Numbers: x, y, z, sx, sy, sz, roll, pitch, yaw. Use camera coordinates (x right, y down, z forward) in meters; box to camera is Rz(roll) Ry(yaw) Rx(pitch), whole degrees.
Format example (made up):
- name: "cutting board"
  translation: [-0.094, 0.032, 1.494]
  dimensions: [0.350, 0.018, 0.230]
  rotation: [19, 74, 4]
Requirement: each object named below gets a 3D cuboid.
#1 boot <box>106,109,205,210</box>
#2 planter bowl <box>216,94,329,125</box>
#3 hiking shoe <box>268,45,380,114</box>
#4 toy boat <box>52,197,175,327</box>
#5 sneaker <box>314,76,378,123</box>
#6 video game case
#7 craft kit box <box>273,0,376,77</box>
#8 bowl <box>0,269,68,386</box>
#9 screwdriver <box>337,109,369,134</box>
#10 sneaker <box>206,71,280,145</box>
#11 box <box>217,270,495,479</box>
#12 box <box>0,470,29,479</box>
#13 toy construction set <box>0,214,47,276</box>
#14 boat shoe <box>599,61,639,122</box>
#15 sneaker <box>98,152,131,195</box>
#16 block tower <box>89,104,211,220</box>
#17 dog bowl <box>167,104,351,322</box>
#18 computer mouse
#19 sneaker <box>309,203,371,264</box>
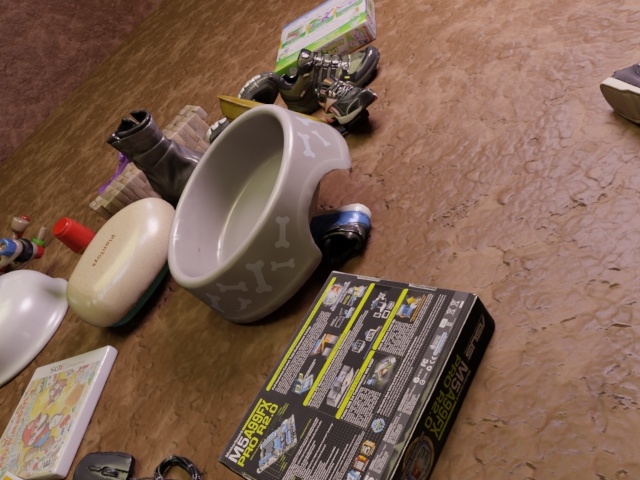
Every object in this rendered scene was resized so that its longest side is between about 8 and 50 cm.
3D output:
- name: "boot"
  translation: [-0.276, -0.160, 1.126]
  dimensions: [0.338, 0.222, 0.118]
  rotation: [-4, 48, 40]
- name: "planter bowl"
  translation: [-0.099, -0.208, 1.092]
  dimensions: [0.217, 0.217, 0.090]
  rotation: [36, 116, 54]
- name: "hiking shoe"
  translation: [0.008, -0.343, 1.160]
  dimensions: [0.227, 0.114, 0.086]
  rotation: [-25, 38, 20]
- name: "toy boat"
  translation: [-0.396, 0.032, 1.120]
  dimensions: [0.318, 0.148, 0.267]
  rotation: [16, 68, 41]
- name: "sneaker"
  translation: [0.033, -0.261, 1.045]
  dimensions: [0.072, 0.077, 0.178]
  rotation: [-44, 22, -15]
- name: "video game case"
  translation: [-0.458, 0.298, 0.967]
  dimensions: [0.207, 0.026, 0.226]
  rotation: [-20, 40, 27]
- name: "craft kit box"
  translation: [0.013, -0.504, 1.384]
  dimensions: [0.250, 0.061, 0.246]
  rotation: [-22, 36, 24]
- name: "bowl"
  translation: [-0.700, 0.167, 1.238]
  dimensions: [0.298, 0.134, 0.297]
  rotation: [-24, 38, 20]
- name: "screwdriver"
  translation: [0.019, -0.189, 1.058]
  dimensions: [0.170, 0.025, 0.024]
  rotation: [-35, 35, 3]
- name: "sneaker"
  translation: [-0.161, -0.260, 1.246]
  dimensions: [0.234, 0.078, 0.106]
  rotation: [-41, 42, 25]
- name: "box"
  translation: [0.038, 0.166, 0.627]
  dimensions: [0.216, 0.060, 0.270]
  rotation: [5, 54, 46]
- name: "box"
  translation: [-0.328, 0.369, 0.692]
  dimensions: [0.203, 0.114, 0.103]
  rotation: [-3, 51, 41]
- name: "toy construction set"
  translation: [-0.840, 0.058, 1.440]
  dimensions: [0.309, 0.258, 0.237]
  rotation: [-110, 45, -85]
- name: "boat shoe"
  translation: [0.398, -0.155, 0.635]
  dimensions: [0.065, 0.075, 0.206]
  rotation: [-37, 31, 10]
- name: "sneaker"
  translation: [-0.478, -0.188, 1.445]
  dimensions: [0.237, 0.104, 0.095]
  rotation: [-31, 38, 14]
- name: "block tower"
  translation: [-0.382, -0.169, 1.348]
  dimensions: [0.335, 0.097, 0.091]
  rotation: [-51, 37, -12]
- name: "dog bowl"
  translation: [-0.112, -0.053, 0.884]
  dimensions: [0.349, 0.102, 0.348]
  rotation: [-32, 44, 36]
- name: "computer mouse"
  translation: [-0.251, 0.310, 0.751]
  dimensions: [0.242, 0.041, 0.071]
  rotation: [-14, 42, 31]
- name: "sneaker"
  translation: [0.000, -0.001, 0.844]
  dimensions: [0.152, 0.058, 0.084]
  rotation: [-13, 35, 24]
